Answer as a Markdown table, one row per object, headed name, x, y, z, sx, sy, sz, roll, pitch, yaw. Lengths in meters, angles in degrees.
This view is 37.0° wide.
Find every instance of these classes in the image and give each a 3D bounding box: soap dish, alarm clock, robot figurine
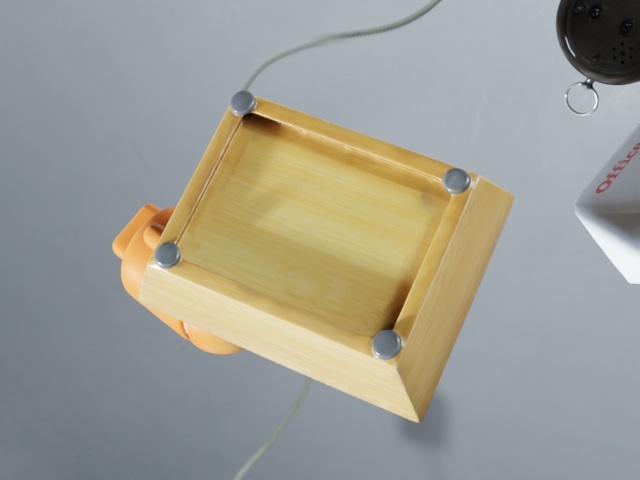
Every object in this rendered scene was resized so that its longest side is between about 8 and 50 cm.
| name | x | y | z | sx | sy | sz | roll | pitch | yaw |
| --- | --- | --- | --- | --- | --- | --- | --- | --- | --- |
| soap dish | 0.000 | 0.000 | 0.869 | 0.291 | 0.228 | 0.118 | 21 | 165 | 17 |
| alarm clock | 0.308 | -0.213 | 1.011 | 0.129 | 0.064 | 0.192 | 32 | 130 | 18 |
| robot figurine | -0.133 | 0.044 | 1.073 | 0.219 | 0.128 | 0.158 | 33 | 130 | 30 |

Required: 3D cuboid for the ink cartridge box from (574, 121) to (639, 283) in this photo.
| name | x | y | z | sx | sy | sz | roll | pitch | yaw |
| --- | --- | --- | --- | --- | --- | --- | --- | --- | --- |
| ink cartridge box | 0.401 | -0.060 | 0.875 | 0.114 | 0.198 | 0.273 | 49 | 162 | -18 |
